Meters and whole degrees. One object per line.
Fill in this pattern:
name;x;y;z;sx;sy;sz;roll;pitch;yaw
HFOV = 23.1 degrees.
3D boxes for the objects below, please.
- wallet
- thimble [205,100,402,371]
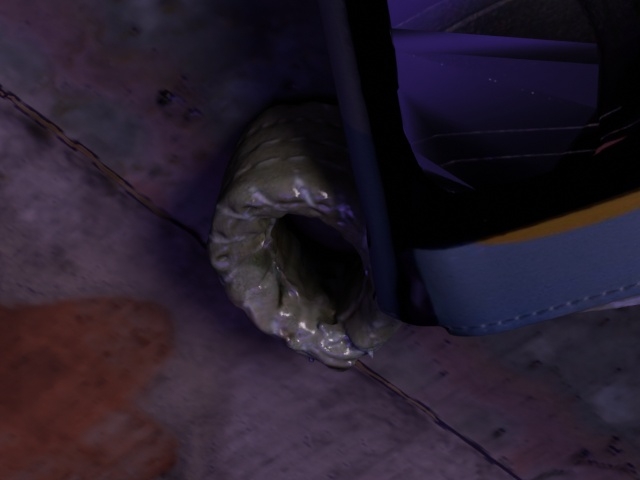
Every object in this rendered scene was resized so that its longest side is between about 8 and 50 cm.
wallet;0.079;-0.076;0.537;0.170;0.069;0.231;-13;123;2
thimble;0.000;0.000;0.655;0.084;0.062;0.110;0;131;14
